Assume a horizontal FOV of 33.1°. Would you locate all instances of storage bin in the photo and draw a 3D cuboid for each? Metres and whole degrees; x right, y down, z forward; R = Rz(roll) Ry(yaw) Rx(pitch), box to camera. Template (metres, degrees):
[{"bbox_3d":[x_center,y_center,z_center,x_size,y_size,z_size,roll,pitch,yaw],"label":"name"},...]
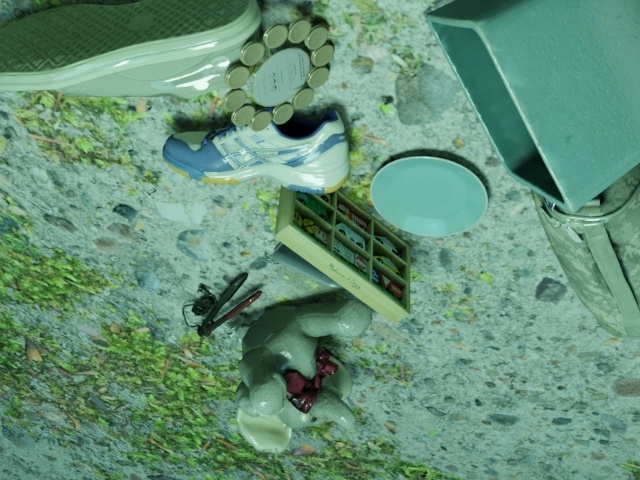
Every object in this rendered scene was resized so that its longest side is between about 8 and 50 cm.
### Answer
[{"bbox_3d":[0.000,0.000,1.797,0.135,0.091,0.098,24,142,-14],"label":"storage bin"}]

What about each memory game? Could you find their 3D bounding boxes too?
[{"bbox_3d":[-0.058,-0.230,1.498,0.186,0.012,0.186,-28,146,-21],"label":"memory game"}]

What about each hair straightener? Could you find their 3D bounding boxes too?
[{"bbox_3d":[-0.199,0.117,2.051,0.089,0.047,0.230,51,140,-1],"label":"hair straightener"}]

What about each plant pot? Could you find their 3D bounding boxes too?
[{"bbox_3d":[0.312,-0.221,1.280,0.252,0.248,0.247,-31,106,0],"label":"plant pot"}]

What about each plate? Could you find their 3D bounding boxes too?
[{"bbox_3d":[0.173,-0.075,1.710,0.188,0.024,0.188,8,141,6],"label":"plate"}]

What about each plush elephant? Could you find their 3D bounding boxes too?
[{"bbox_3d":[-0.034,0.264,2.008,0.330,0.272,0.255,8,137,56],"label":"plush elephant"}]

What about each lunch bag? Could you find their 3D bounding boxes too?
[{"bbox_3d":[0.414,-0.039,1.496,0.213,0.256,0.305,-10,136,26],"label":"lunch bag"}]

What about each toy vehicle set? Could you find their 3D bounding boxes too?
[{"bbox_3d":[0.041,0.002,1.724,0.267,0.166,0.035,36,125,-26],"label":"toy vehicle set"}]

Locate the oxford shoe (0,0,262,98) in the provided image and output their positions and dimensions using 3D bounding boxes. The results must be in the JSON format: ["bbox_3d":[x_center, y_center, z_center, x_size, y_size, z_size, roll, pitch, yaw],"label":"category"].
[{"bbox_3d":[-0.288,-0.255,1.518,0.449,0.169,0.130,-5,140,14],"label":"oxford shoe"}]

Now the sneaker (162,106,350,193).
[{"bbox_3d":[-0.099,-0.158,1.645,0.296,0.112,0.131,4,123,9],"label":"sneaker"}]
